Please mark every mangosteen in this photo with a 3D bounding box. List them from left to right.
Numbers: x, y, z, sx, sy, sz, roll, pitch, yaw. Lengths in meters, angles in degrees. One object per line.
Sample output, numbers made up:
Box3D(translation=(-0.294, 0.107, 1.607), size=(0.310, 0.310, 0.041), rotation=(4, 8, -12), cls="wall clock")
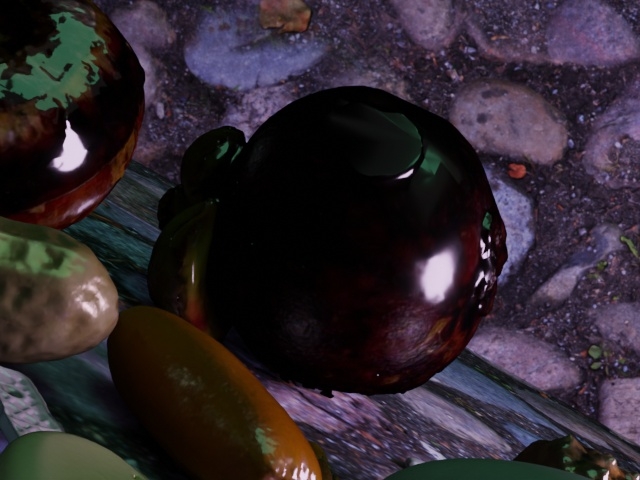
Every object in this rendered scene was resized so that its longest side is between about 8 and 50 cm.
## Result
Box3D(translation=(0.012, -0.008, 1.186), size=(0.421, 0.381, 0.381), rotation=(16, 6, -7), cls="mangosteen")

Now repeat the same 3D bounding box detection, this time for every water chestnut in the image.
Box3D(translation=(-0.308, -0.096, 0.946), size=(0.300, 0.300, 0.300), rotation=(30, 5, -3), cls="water chestnut")

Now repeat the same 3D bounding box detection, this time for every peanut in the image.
Box3D(translation=(-0.266, 0.004, 0.686), size=(0.274, 0.125, 0.111), rotation=(26, 25, -22), cls="peanut")

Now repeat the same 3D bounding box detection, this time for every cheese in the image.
Box3D(translation=(-0.143, 0.133, 0.557), size=(0.127, 0.050, 0.255), rotation=(26, 6, -38), cls="cheese")

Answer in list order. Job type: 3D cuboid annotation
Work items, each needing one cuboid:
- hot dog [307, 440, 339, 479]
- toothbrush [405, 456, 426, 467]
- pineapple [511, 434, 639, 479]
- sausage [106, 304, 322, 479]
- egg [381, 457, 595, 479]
Box3D(translation=(-0.003, 0.203, 0.845), size=(0.044, 0.028, 0.137), rotation=(37, 3, -3), cls="hot dog")
Box3D(translation=(0.217, 0.305, 1.139), size=(0.288, 0.024, 0.021), rotation=(29, 7, -19), cls="toothbrush")
Box3D(translation=(0.308, 0.313, 0.889), size=(0.340, 0.169, 0.169), rotation=(32, 4, -13), cls="pineapple")
Box3D(translation=(-0.090, 0.125, 0.752), size=(0.098, 0.098, 0.238), rotation=(26, 9, -46), cls="sausage")
Box3D(translation=(0.117, 0.214, 0.526), size=(0.264, 0.183, 0.183), rotation=(25, 0, 39), cls="egg")
